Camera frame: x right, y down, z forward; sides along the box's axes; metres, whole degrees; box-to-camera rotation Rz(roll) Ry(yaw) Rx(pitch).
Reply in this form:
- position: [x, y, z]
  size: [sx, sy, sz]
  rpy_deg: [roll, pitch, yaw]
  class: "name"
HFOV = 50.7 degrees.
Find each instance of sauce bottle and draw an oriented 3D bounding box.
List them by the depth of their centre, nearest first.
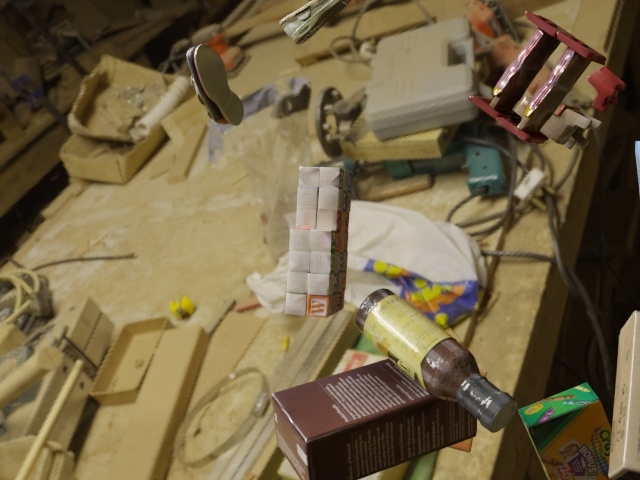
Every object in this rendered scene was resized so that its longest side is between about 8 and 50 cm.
- position: [0.206, 0.217, 1.245]
  size: [0.111, 0.111, 0.344]
  rpy_deg: [-39, 46, -13]
  class: "sauce bottle"

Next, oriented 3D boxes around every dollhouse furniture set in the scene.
- position: [0.494, -0.318, 1.402]
  size: [0.152, 0.374, 0.201]
  rpy_deg: [46, 119, 25]
  class: "dollhouse furniture set"

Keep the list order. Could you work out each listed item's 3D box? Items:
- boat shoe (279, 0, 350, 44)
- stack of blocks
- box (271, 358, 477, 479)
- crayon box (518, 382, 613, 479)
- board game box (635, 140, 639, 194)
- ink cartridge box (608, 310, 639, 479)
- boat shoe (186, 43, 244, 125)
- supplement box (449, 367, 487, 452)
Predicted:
- position: [0.006, -0.371, 1.049]
  size: [0.153, 0.048, 0.056]
  rpy_deg: [-42, 0, 6]
  class: "boat shoe"
- position: [0.000, 0.000, 1.394]
  size: [0.087, 0.297, 0.171]
  rpy_deg: [4, 1, 13]
  class: "stack of blocks"
- position: [0.112, 0.357, 1.381]
  size: [0.381, 0.143, 0.191]
  rpy_deg: [-11, 20, -21]
  class: "box"
- position: [0.573, 0.474, 1.505]
  size: [0.165, 0.278, 0.081]
  rpy_deg: [-25, 15, 7]
  class: "crayon box"
- position: [0.820, -0.153, 1.557]
  size: [0.160, 0.039, 0.211]
  rpy_deg: [-1, 49, 21]
  class: "board game box"
- position: [0.520, 0.235, 0.945]
  size: [0.193, 0.088, 0.235]
  rpy_deg: [12, 62, 13]
  class: "ink cartridge box"
- position: [-0.138, -0.191, 0.841]
  size: [0.043, 0.137, 0.049]
  rpy_deg: [16, 70, 22]
  class: "boat shoe"
- position: [0.409, 0.474, 1.920]
  size: [0.078, 0.080, 0.233]
  rpy_deg: [13, 83, 8]
  class: "supplement box"
